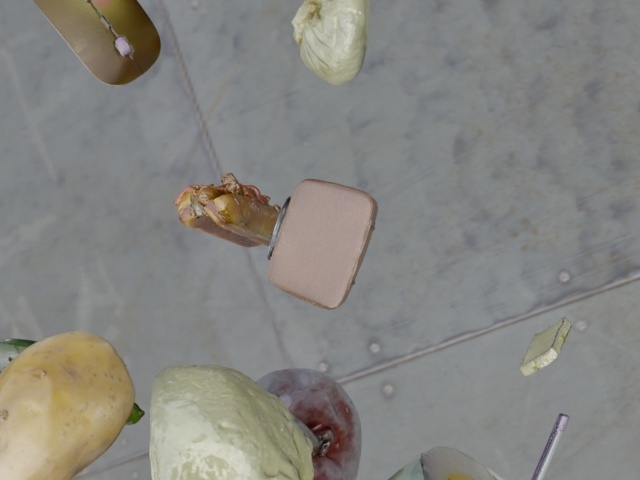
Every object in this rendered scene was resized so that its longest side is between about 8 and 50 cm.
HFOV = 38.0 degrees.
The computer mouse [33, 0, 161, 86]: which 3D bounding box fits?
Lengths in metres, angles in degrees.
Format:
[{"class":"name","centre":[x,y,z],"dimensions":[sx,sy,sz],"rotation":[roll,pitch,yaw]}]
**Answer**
[{"class":"computer mouse","centre":[-0.440,-0.441,1.777],"dimensions":[0.310,0.158,0.072],"rotation":[52,165,-3]}]

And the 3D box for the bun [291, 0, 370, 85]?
[{"class":"bun","centre":[0.013,-0.387,1.689],"dimensions":[0.222,0.127,0.222],"rotation":[-178,90,-81]}]

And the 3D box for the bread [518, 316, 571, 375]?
[{"class":"bread","centre":[0.369,0.172,1.517],"dimensions":[0.068,0.154,0.028],"rotation":[-37,88,27]}]

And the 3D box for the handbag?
[{"class":"handbag","centre":[0.000,0.000,1.468],"dimensions":[0.151,0.072,0.193],"rotation":[21,93,8]}]

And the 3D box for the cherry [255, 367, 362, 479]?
[{"class":"cherry","centre":[-0.077,0.400,1.808],"dimensions":[0.335,0.291,0.326],"rotation":[21,85,58]}]

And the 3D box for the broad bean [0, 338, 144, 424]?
[{"class":"broad bean","centre":[-0.372,0.182,1.202],"dimensions":[0.049,0.292,0.144],"rotation":[-97,15,-48]}]

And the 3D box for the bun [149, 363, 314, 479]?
[{"class":"bun","centre":[-0.125,0.337,1.325],"dimensions":[0.352,0.227,0.349],"rotation":[-138,41,-69]}]

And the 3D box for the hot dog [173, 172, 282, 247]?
[{"class":"hot dog","centre":[-0.168,-0.061,1.937],"dimensions":[0.158,0.349,0.117],"rotation":[0,80,24]}]

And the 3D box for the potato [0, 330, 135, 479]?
[{"class":"potato","centre":[-0.244,0.158,0.818],"dimensions":[0.118,0.178,0.109],"rotation":[37,151,9]}]

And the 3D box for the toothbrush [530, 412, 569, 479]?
[{"class":"toothbrush","centre":[0.376,0.477,1.702],"dimensions":[0.029,0.024,0.354],"rotation":[32,102,61]}]

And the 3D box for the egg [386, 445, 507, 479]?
[{"class":"egg","centre":[0.174,0.531,1.349],"dimensions":[0.354,0.354,0.340],"rotation":[45,104,24]}]
